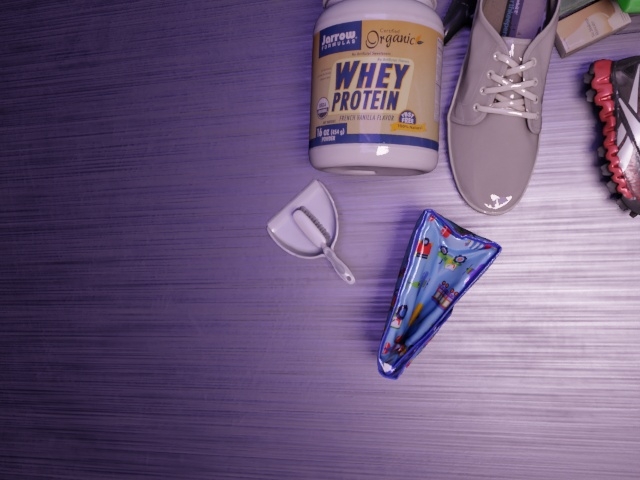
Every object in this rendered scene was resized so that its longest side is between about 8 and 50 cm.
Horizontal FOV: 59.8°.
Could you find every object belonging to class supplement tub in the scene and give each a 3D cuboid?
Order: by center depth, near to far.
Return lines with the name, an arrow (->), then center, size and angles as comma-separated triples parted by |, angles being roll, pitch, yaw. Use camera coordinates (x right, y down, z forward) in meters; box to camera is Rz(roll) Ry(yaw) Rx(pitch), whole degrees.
supplement tub -> 0.096, -0.278, 0.966 | 0.228, 0.228, 0.317 | 2, 92, 13

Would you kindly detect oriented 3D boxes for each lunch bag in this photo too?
lunch bag -> 0.172, 0.104, 0.961 | 0.138, 0.221, 0.293 | 29, 97, 10

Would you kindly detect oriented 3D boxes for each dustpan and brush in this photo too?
dustpan and brush -> 0.000, 0.000, 1.079 | 0.147, 0.060, 0.211 | -42, 82, 10

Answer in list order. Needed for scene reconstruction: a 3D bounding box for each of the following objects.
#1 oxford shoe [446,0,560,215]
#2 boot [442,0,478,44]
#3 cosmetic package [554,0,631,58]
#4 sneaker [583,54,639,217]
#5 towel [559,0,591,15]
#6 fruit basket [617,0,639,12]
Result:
oxford shoe -> 0.314, -0.263, 0.954 | 0.169, 0.130, 0.450 | 6, 103, 4
boot -> 0.276, -0.397, 1.019 | 0.099, 0.045, 0.121 | 26, 98, 5
cosmetic package -> 0.470, -0.375, 0.975 | 0.115, 0.041, 0.060 | -26, 86, 12
sneaker -> 0.534, -0.180, 0.922 | 0.135, 0.097, 0.276 | -11, 88, 38
towel -> 0.386, -0.537, 0.864 | 0.038, 0.248, 0.325 | -17, 98, -3
fruit basket -> 0.591, -0.556, 0.802 | 0.391, 0.283, 0.393 | -1, 77, 3
